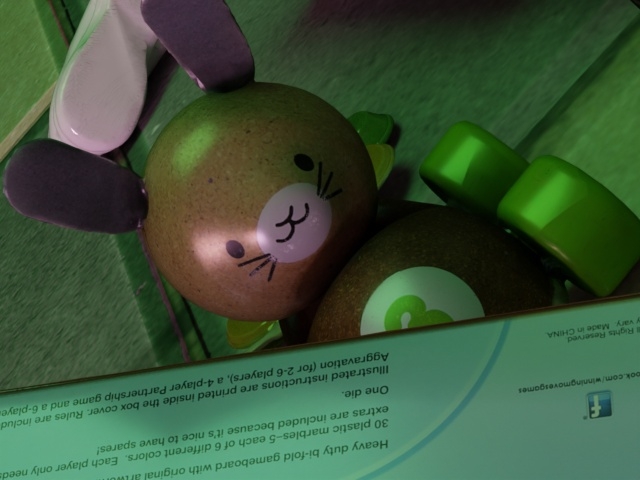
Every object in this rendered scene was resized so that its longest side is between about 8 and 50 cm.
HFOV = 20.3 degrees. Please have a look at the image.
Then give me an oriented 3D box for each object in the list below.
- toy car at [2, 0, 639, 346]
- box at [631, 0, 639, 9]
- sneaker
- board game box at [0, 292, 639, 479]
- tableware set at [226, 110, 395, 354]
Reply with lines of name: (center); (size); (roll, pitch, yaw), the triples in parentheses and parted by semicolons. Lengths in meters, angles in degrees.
toy car: (-0.011, -0.005, 0.637); (0.155, 0.188, 0.149); (-51, 23, -2)
box: (0.239, -0.227, 0.589); (0.381, 0.143, 0.191); (-45, 24, 7)
sneaker: (-0.135, -0.145, 1.228); (0.212, 0.080, 0.094); (-63, 14, -24)
board game box: (0.038, 0.079, 0.337); (0.281, 0.027, 0.145); (-9, 51, 16)
tableware set: (0.000, 0.000, 0.827); (0.104, 0.024, 0.154); (-37, 25, 21)
